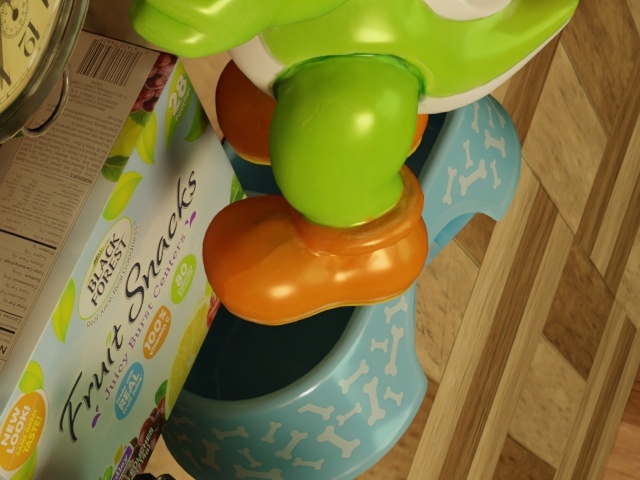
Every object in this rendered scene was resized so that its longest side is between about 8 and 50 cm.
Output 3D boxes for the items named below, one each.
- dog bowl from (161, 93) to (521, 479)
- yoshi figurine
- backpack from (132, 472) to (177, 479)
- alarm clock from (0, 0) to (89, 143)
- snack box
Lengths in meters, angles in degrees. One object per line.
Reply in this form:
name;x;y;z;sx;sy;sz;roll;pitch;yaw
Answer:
dog bowl;0.000;0.000;1.111;0.297;0.166;0.074;-63;147;-25
yoshi figurine;-0.027;-0.138;0.791;0.203;0.203;0.362;-39;150;-31
backpack;-0.066;0.279;0.913;0.213;0.276;0.263;-54;-171;-30
alarm clock;-0.138;-0.095;0.777;0.129;0.064;0.192;-66;158;-19
snack box;-0.115;0.032;0.940;0.174;0.070;0.207;68;41;-61
